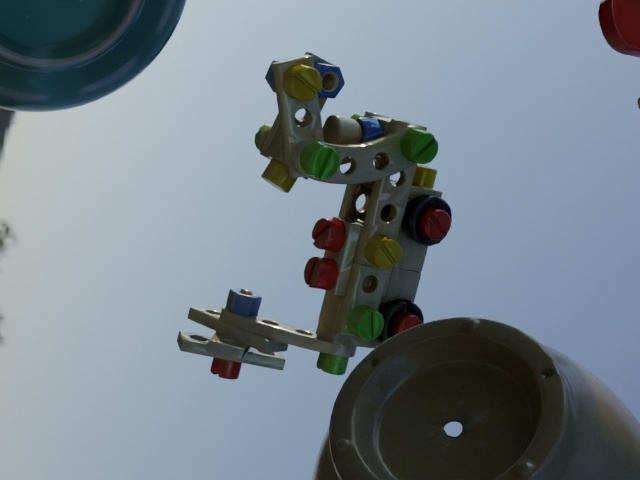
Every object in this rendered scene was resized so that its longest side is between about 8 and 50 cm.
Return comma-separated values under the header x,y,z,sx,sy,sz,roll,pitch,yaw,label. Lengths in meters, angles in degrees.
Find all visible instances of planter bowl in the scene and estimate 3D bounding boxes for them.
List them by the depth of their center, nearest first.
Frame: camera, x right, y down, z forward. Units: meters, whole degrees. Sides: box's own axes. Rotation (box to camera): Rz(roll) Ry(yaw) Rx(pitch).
x,y,z,sx,sy,sz,roll,pitch,yaw,label
0.064,0.101,0.516,0.162,0.162,0.109,-105,173,-47,planter bowl

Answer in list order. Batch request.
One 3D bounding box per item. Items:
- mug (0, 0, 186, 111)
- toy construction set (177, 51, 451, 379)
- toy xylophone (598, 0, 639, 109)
x,y,z,sx,sy,sz,roll,pitch,yaw,label
-0.131,-0.114,0.502,0.097,0.158,0.129,-133,-153,-60,mug
0.000,0.000,1.129,0.151,0.215,0.328,49,-58,51,toy construction set
0.282,-0.244,0.929,0.081,0.236,0.323,-19,-110,42,toy xylophone
